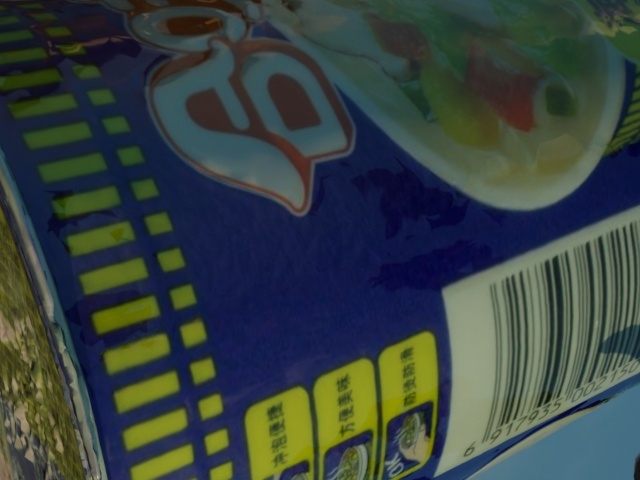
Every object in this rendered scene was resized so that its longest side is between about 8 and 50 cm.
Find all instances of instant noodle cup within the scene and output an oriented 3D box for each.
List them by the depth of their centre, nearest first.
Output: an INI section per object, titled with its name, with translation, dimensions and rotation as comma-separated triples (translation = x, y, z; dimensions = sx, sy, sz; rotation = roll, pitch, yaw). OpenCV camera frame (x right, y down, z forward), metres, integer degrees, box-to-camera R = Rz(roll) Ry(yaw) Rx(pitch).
[instant noodle cup]
translation = 0.000, 0.000, 0.627
dimensions = 0.284, 0.312, 0.284
rotation = 42, -40, 48

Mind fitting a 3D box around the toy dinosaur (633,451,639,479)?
[toy dinosaur]
translation = 0.154, 0.133, 0.676
dimensions = 0.248, 0.075, 0.188
rotation = 76, 18, -57
